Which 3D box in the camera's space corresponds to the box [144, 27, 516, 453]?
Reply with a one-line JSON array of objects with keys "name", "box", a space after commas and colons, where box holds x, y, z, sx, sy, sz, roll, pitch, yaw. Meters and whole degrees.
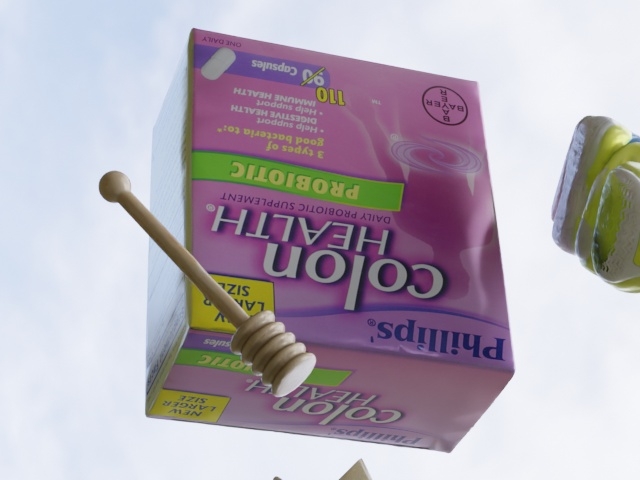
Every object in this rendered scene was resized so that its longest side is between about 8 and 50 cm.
[{"name": "box", "box": [0.000, 0.000, 1.068, 0.117, 0.213, 0.243, 120, -26, -51]}]

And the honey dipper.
[{"name": "honey dipper", "box": [-0.066, 0.019, 0.848, 0.160, 0.030, 0.030, 44, -50, 22]}]

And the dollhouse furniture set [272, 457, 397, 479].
[{"name": "dollhouse furniture set", "box": [0.005, 0.136, 0.919, 0.081, 0.091, 0.114, 37, -32, 20]}]

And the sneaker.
[{"name": "sneaker", "box": [0.220, -0.012, 0.999, 0.240, 0.126, 0.091, -87, -169, -71]}]
